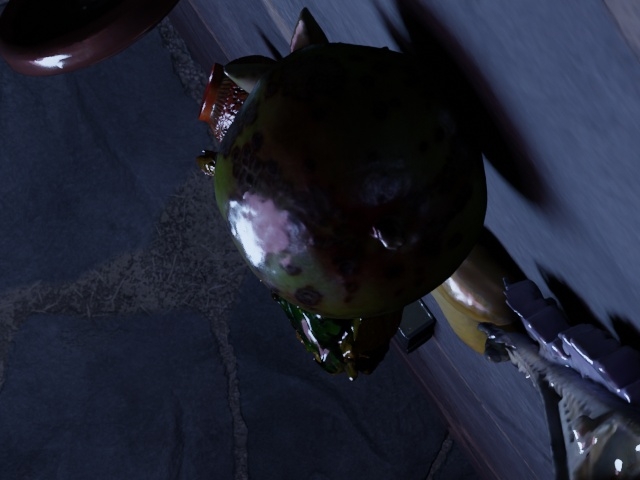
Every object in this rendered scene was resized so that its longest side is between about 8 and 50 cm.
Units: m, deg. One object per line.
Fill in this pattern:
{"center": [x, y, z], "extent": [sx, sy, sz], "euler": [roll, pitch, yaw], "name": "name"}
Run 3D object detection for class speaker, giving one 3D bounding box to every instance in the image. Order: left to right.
{"center": [0.103, 0.092, 1.922], "extent": [0.082, 0.044, 0.218], "euler": [55, 178, 8], "name": "speaker"}

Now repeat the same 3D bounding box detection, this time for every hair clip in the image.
{"center": [0.136, 0.086, 0.817], "extent": [0.106, 0.084, 0.292], "euler": [50, -176, -13], "name": "hair clip"}

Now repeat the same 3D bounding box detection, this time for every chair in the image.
{"center": [-0.244, -0.301, 1.268], "extent": [0.401, 0.226, 0.226], "euler": [55, 178, -35], "name": "chair"}

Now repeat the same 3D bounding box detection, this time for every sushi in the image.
{"center": [0.000, 0.000, 1.476], "extent": [0.140, 0.149, 0.287], "euler": [-9, -116, -51], "name": "sushi"}

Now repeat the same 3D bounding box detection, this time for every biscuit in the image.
{"center": [0.083, 0.007, 1.073], "extent": [0.164, 0.047, 0.208], "euler": [55, 178, 13], "name": "biscuit"}

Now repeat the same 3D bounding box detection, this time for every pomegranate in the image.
{"center": [0.017, -0.046, 0.796], "extent": [0.148, 0.148, 0.169], "euler": [57, -158, -48], "name": "pomegranate"}

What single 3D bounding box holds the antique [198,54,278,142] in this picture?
{"center": [-0.066, -0.133, 1.516], "extent": [0.104, 0.104, 0.104], "euler": [55, 178, 3], "name": "antique"}
